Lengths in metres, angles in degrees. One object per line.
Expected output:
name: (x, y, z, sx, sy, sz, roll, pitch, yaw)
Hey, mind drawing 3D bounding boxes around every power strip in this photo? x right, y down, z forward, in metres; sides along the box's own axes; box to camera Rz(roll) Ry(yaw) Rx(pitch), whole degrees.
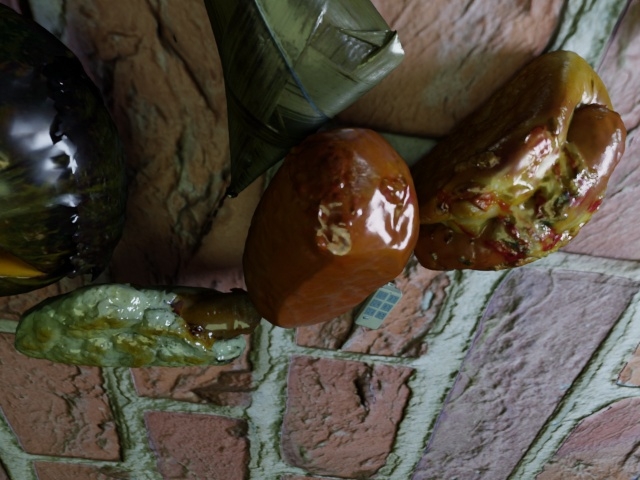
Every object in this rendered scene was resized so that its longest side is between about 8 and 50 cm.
power strip: (0.085, 0.099, 0.646, 0.040, 0.016, 0.090, 21, 122, -13)

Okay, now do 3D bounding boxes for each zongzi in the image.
zongzi: (-0.079, -0.178, 0.401, 0.242, 0.112, 0.221, -35, 119, 24)

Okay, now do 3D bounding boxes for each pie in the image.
pie: (-0.231, 0.121, 0.564, 0.275, 0.105, 0.257, 9, 153, -33)

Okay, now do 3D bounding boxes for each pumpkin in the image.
pumpkin: (-0.351, -0.083, 0.424, 0.321, 0.192, 0.320, 1, 127, 2)

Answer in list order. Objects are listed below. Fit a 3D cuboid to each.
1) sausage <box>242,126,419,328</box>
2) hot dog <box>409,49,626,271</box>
sausage: (0.000, -0.001, 0.471, 0.153, 0.141, 0.268, 4, 149, -23)
hot dog: (0.191, -0.059, 0.451, 0.150, 0.153, 0.257, 37, 118, -22)
